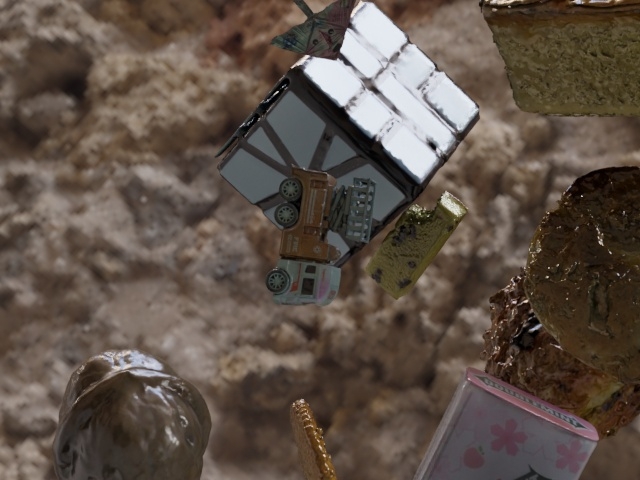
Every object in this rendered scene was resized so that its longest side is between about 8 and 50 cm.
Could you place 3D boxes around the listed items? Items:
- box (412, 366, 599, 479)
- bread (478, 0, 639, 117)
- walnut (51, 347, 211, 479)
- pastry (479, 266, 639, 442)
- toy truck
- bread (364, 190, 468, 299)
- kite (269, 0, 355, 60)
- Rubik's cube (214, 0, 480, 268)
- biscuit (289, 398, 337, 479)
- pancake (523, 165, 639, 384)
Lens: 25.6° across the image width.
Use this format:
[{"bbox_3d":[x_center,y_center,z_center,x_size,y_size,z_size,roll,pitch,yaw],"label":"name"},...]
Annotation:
[{"bbox_3d":[0.191,0.367,1.794,0.190,0.370,0.112,24,8,5],"label":"box"},{"bbox_3d":[0.408,-0.321,1.959,0.315,0.279,0.248,-2,-46,25],"label":"bread"},{"bbox_3d":[-0.238,0.247,1.776,0.224,0.224,0.224,31,-23,15],"label":"walnut"},{"bbox_3d":[0.453,0.187,2.482,0.337,0.405,0.292,-24,-66,25],"label":"pastry"},{"bbox_3d":[0.000,0.000,1.789,0.115,0.178,0.080,9,-2,12],"label":"toy truck"},{"bbox_3d":[0.157,0.000,2.349,0.088,0.049,0.226,44,-48,15],"label":"bread"},{"bbox_3d":[-0.009,-0.292,1.822,0.152,0.137,0.005,59,1,-37],"label":"kite"},{"bbox_3d":[0.044,-0.169,2.314,0.293,0.283,0.288,40,-44,-4],"label":"Rubik's cube"},{"bbox_3d":[0.000,0.374,2.254,0.254,0.035,0.254,163,-90,-82],"label":"biscuit"},{"bbox_3d":[0.434,0.037,1.799,0.356,0.356,0.065,24,-26,29],"label":"pancake"}]
